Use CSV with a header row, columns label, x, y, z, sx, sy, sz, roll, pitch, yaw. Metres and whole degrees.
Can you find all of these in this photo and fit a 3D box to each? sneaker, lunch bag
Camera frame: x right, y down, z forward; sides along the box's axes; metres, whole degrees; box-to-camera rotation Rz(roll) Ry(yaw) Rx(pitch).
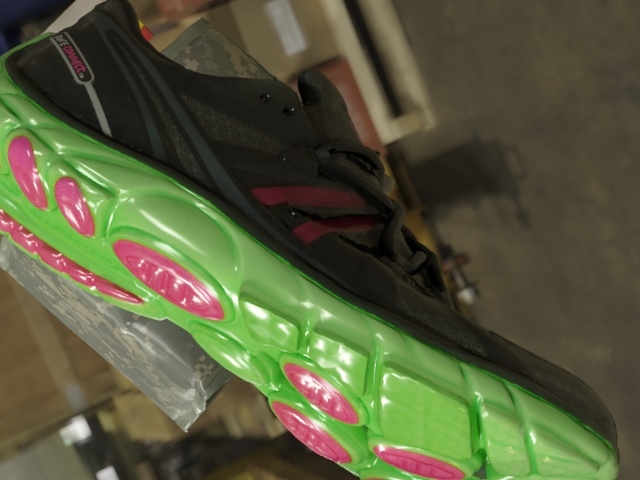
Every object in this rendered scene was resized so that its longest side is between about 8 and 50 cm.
label,x,y,z,sx,sy,sz,roll,pitch,yaw
sneaker,0.000,0.000,1.036,0.482,0.202,0.185,35,152,2
lunch bag,-0.103,-0.024,1.411,0.235,0.287,0.169,40,159,3

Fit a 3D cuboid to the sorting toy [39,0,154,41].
label,x,y,z,sx,sy,sz,roll,pitch,yaw
sorting toy,-0.292,-0.181,1.813,0.089,0.255,0.257,45,-179,-10
